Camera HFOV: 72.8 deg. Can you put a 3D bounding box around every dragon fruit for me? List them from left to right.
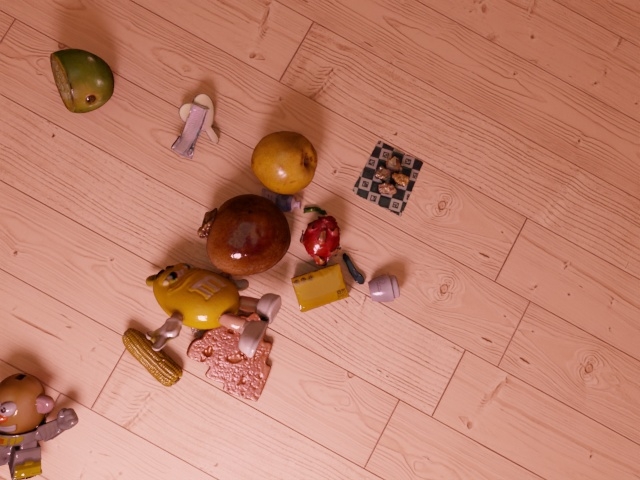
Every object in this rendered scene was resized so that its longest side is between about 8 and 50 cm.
[{"bbox_3d":[0.000,0.000,1.406,0.133,0.136,0.166,4,105,-11],"label":"dragon fruit"}]

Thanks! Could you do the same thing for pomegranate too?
[{"bbox_3d":[-0.766,-0.515,1.408,0.159,0.241,0.190,-28,112,-37],"label":"pomegranate"}]

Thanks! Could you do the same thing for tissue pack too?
[{"bbox_3d":[0.000,0.153,1.414,0.169,0.082,0.120,-17,88,-3],"label":"tissue pack"}]

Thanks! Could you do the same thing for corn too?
[{"bbox_3d":[-0.538,0.373,1.383,0.231,0.080,0.080,40,85,3],"label":"corn"}]

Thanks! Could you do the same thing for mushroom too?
[{"bbox_3d":[-0.241,-0.021,1.354,0.283,0.195,0.263,5,80,5],"label":"mushroom"}]

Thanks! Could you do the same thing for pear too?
[{"bbox_3d":[-0.121,-0.248,1.380,0.209,0.209,0.209,0,86,-2],"label":"pear"}]

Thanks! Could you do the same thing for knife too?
[{"bbox_3d":[0.109,0.095,1.455,0.031,0.018,0.121,-30,87,3],"label":"knife"}]

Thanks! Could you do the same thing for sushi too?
[{"bbox_3d":[0.235,-0.216,1.470,0.193,0.040,0.210,26,85,0],"label":"sushi"}]

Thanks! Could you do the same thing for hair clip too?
[{"bbox_3d":[-0.408,-0.378,1.444,0.159,0.071,0.218,22,91,-3],"label":"hair clip"}]

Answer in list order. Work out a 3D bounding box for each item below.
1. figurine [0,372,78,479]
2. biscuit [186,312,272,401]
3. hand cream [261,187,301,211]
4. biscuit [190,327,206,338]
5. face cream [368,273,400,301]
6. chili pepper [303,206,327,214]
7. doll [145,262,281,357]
[{"bbox_3d":[-0.917,0.541,1.306,0.342,0.167,0.285,13,93,-22],"label":"figurine"},{"bbox_3d":[-0.268,0.377,1.404,0.284,0.043,0.306,-22,92,-11],"label":"biscuit"},{"bbox_3d":[-0.133,-0.127,1.450,0.142,0.053,0.084,7,86,8],"label":"hand cream"},{"bbox_3d":[-0.367,0.279,1.425,0.120,0.015,0.120,0,86,-3],"label":"biscuit"},{"bbox_3d":[0.207,0.157,1.419,0.095,0.091,0.091,-12,86,5],"label":"face cream"},{"bbox_3d":[-0.017,-0.100,1.464,0.083,0.022,0.027,6,53,-1],"label":"chili pepper"},{"bbox_3d":[-0.328,0.202,1.299,0.423,0.348,0.161,3,121,-11],"label":"doll"}]
